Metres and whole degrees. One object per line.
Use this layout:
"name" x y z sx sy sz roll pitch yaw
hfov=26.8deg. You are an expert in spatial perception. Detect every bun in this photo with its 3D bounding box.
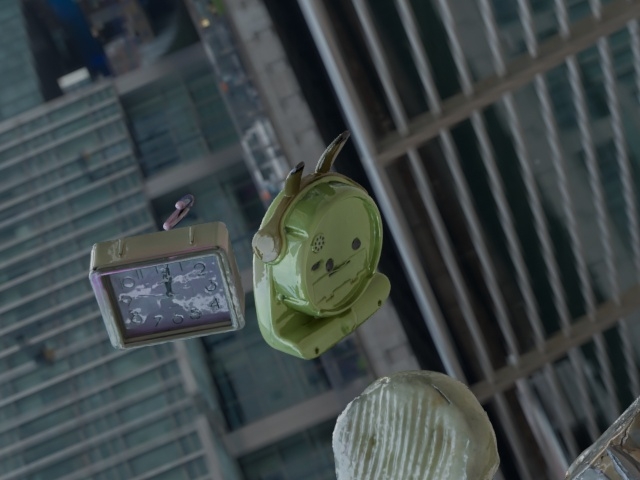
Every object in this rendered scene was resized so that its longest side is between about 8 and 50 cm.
"bun" 0.141 0.293 1.848 0.141 0.239 0.239 -4 -112 -59

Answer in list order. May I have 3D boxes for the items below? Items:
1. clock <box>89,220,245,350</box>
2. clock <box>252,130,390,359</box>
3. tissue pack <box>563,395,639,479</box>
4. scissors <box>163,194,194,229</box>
"clock" -0.209 0.062 1.843 0.071 0.192 0.147 -96 -4 -55
"clock" 0.000 0.000 1.445 0.069 0.170 0.231 19 128 36
"tissue pack" 0.506 0.378 1.859 0.305 0.238 0.238 44 177 11
"scissors" -0.161 -0.037 1.562 0.012 0.039 0.113 31 -170 -1
